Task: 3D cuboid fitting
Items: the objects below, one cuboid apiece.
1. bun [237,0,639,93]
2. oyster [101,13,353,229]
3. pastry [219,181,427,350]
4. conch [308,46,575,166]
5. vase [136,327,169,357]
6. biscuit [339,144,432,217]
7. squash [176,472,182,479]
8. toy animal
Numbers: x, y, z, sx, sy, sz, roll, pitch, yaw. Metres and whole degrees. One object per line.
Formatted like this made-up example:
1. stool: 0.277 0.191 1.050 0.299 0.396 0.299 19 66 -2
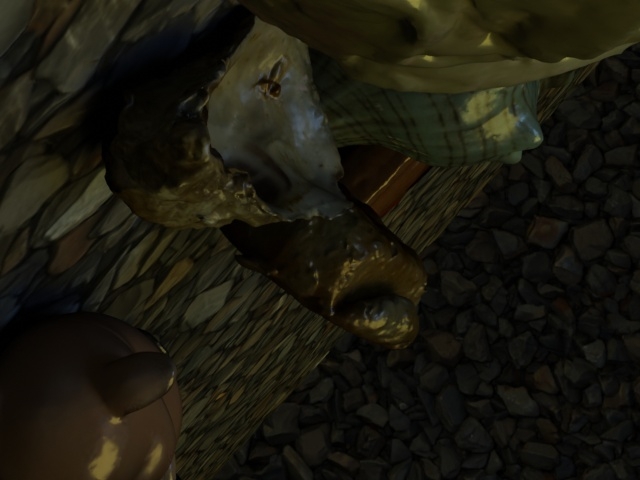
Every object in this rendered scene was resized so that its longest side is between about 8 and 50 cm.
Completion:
1. bun: 0.111 -0.181 0.528 0.361 0.213 0.361 -33 -170 7
2. oyster: -0.060 -0.071 0.803 0.107 0.162 0.232 -16 -172 28
3. pastry: 0.000 0.000 1.064 0.218 0.229 0.100 34 96 -43
4. conch: 0.094 -0.134 0.961 0.386 0.169 0.203 -31 126 -32
5. vase: -0.202 0.162 1.134 0.183 0.120 0.120 -64 179 -28
6. biscuit: 0.091 -0.098 1.372 0.350 0.078 0.455 -42 180 26
7. squash: -0.237 0.301 1.336 0.193 0.156 0.193 -20 142 -17
8. toy animal: -0.176 0.130 0.926 0.166 0.154 0.250 -24 173 -5
